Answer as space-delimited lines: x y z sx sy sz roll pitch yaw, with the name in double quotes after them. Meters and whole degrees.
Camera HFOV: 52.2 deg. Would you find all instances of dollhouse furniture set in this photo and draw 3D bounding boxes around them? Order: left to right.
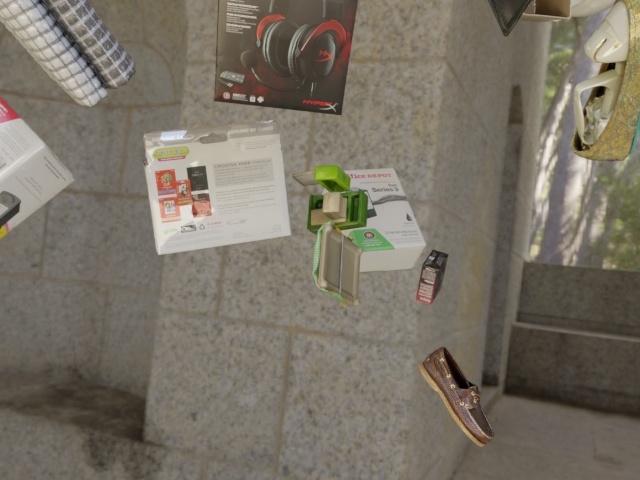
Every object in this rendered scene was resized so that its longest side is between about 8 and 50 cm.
0.000 0.000 1.549 0.151 0.302 0.197 -5 -21 27 "dollhouse furniture set"

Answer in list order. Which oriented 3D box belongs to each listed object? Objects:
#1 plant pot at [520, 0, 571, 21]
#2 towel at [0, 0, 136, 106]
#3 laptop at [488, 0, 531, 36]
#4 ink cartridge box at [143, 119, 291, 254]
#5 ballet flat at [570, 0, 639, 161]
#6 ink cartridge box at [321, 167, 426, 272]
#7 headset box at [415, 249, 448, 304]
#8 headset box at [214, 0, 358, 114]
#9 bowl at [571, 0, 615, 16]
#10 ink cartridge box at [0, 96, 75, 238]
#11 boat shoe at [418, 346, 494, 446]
0.424 -0.487 1.300 0.109 0.109 0.096 0 3 -14 "plant pot"
-0.413 -0.342 1.004 0.283 0.121 0.235 35 -16 53 "towel"
0.428 -0.624 1.100 0.408 0.236 0.382 -36 -14 -33 "laptop"
-0.241 -0.130 1.507 0.309 0.272 0.130 -8 13 -16 "ink cartridge box"
0.470 -0.271 1.042 0.123 0.123 0.349 5 -45 12 "ballet flat"
0.143 -0.061 1.858 0.211 0.289 0.122 -5 -35 -19 "ink cartridge box"
0.196 0.068 1.152 0.032 0.083 0.062 17 32 21 "headset box"
-0.053 -0.367 1.049 0.218 0.293 0.110 6 30 -5 "headset box"
0.598 -0.645 1.541 0.297 0.134 0.298 30 -30 19 "bowl"
-0.690 -0.117 1.309 0.226 0.306 0.131 41 -13 28 "ink cartridge box"
0.284 0.312 1.319 0.073 0.207 0.073 -44 -20 20 "boat shoe"
